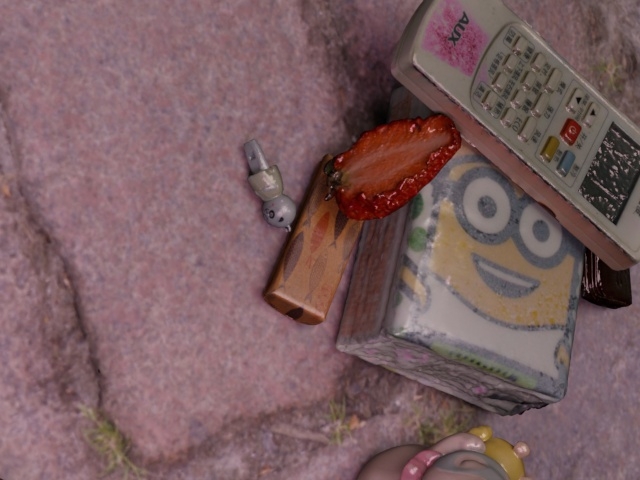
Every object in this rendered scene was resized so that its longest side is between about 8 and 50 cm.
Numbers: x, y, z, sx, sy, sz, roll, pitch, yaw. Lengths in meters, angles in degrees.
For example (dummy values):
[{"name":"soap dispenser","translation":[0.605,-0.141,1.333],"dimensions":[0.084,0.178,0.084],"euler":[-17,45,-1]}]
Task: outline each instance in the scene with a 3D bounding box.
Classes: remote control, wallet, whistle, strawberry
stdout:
[{"name":"remote control","translation":[0.225,-0.124,1.833],"dimensions":[0.344,0.050,0.145],"euler":[39,59,-17]},{"name":"wallet","translation":[0.321,-0.040,2.010],"dimensions":[0.122,0.031,0.232],"euler":[17,69,-63]},{"name":"whistle","translation":[-0.052,-0.054,1.793],"dimensions":[0.035,0.035,0.100],"euler":[-25,92,-35]},{"name":"strawberry","translation":[0.073,-0.072,1.784],"dimensions":[0.048,0.152,0.104],"euler":[58,16,-48]}]

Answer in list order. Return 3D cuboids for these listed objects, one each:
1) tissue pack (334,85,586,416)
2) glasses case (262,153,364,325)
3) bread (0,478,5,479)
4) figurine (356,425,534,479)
[{"name":"tissue pack","translation":[0.163,0.002,1.869],"dimensions":[0.228,0.128,0.311],"euler":[23,66,-28]},{"name":"glasses case","translation":[0.000,0.000,1.812],"dimensions":[0.064,0.041,0.170],"euler":[28,66,-12]},{"name":"bread","translation":[-0.272,0.326,1.499],"dimensions":[0.195,0.142,0.269],"euler":[-32,96,-32]},{"name":"figurine","translation":[0.142,0.251,1.732],"dimensions":[0.155,0.235,0.127],"euler":[-11,86,-35]}]
